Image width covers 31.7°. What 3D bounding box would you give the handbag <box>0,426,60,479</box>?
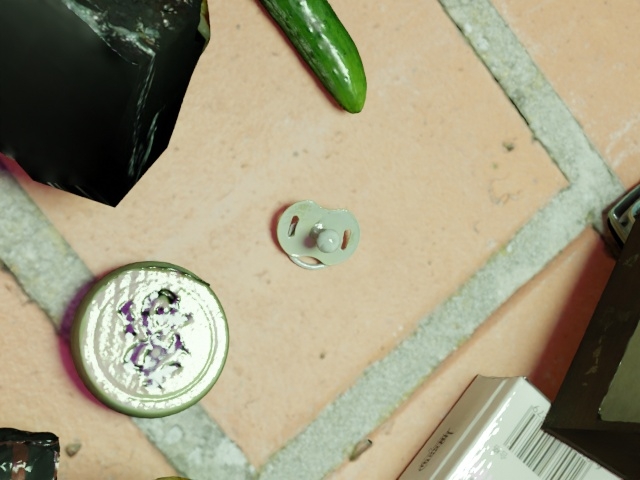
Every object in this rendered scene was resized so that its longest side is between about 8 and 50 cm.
[{"bbox_3d":[-0.297,0.255,0.924,0.169,0.155,0.215,4,82,-22],"label":"handbag"}]

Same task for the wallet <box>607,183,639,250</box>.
[{"bbox_3d":[0.431,0.028,1.204,0.176,0.075,0.250,-37,97,-21],"label":"wallet"}]

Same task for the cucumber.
[{"bbox_3d":[-0.025,-0.232,1.087,0.056,0.056,0.250,-39,101,-15],"label":"cucumber"}]

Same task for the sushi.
[{"bbox_3d":[-0.214,-0.201,0.947,0.227,0.215,0.212,26,46,5],"label":"sushi"}]

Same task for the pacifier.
[{"bbox_3d":[0.000,0.000,1.077,0.083,0.064,0.068,15,100,-15],"label":"pacifier"}]

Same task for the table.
[{"bbox_3d":[0.386,0.104,0.981,0.196,0.282,0.250,33,71,-13],"label":"table"}]

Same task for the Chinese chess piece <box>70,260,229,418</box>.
[{"bbox_3d":[-0.154,0.090,1.027,0.144,0.058,0.144,1,86,-17],"label":"Chinese chess piece"}]

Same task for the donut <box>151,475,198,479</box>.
[{"bbox_3d":[-0.107,0.359,0.879,0.160,0.330,0.330,-32,98,23],"label":"donut"}]

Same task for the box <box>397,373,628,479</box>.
[{"bbox_3d":[0.207,0.284,1.099,0.260,0.111,0.194,44,74,-11],"label":"box"}]
